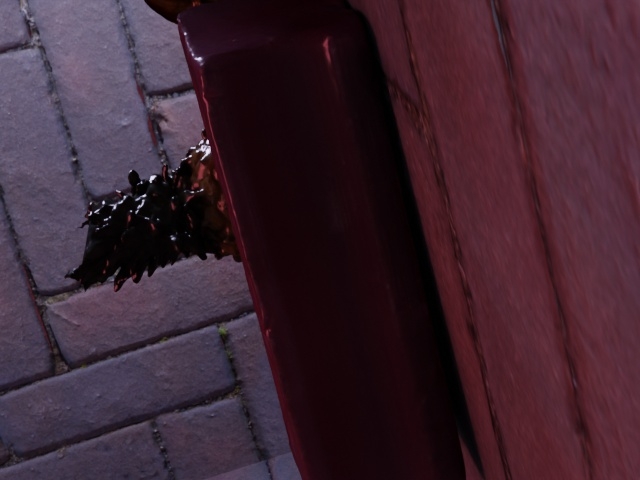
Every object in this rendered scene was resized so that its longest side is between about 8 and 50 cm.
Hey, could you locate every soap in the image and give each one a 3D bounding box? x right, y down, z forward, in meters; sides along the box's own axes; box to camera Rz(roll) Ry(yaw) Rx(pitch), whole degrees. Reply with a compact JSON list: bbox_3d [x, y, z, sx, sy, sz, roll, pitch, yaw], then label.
[{"bbox_3d":[0.000,0.000,1.020,0.233,0.128,0.359,-115,10,-70],"label":"soap"}]

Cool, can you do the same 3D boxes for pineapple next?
[{"bbox_3d":[-0.099,-0.028,1.216,0.158,0.278,0.158,160,90,-86],"label":"pineapple"}]

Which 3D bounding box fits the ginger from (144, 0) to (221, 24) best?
[{"bbox_3d":[-0.205,-0.371,1.540,0.357,0.152,0.274,39,-176,-20],"label":"ginger"}]
